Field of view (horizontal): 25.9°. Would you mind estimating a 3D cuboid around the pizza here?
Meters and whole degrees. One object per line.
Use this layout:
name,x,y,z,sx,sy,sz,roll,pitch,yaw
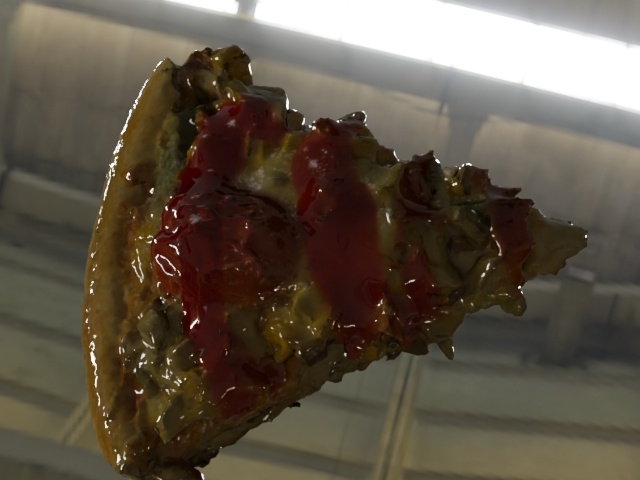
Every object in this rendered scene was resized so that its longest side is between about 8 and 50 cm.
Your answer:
pizza,0.000,0.000,0.529,0.199,0.188,0.062,-6,156,14
